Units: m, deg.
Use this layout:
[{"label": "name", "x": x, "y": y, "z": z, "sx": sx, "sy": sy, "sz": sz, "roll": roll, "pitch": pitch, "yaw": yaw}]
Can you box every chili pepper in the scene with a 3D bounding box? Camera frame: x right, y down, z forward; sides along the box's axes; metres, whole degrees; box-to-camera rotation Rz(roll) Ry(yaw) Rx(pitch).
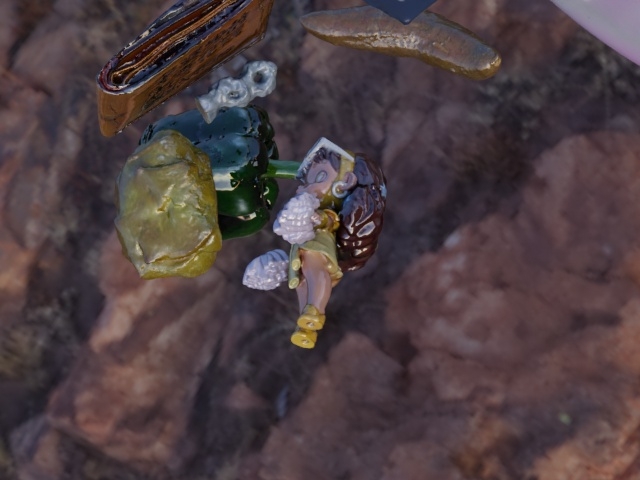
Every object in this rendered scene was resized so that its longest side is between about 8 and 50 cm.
[{"label": "chili pepper", "x": -0.100, "y": -0.090, "z": 1.780, "sx": 0.260, "sy": 0.174, "sz": 0.165, "roll": -5, "pitch": 57, "yaw": -1}]

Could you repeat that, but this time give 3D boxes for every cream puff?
[{"label": "cream puff", "x": -0.087, "y": -0.020, "z": 0.783, "sx": 0.083, "sy": 0.058, "sz": 0.083, "roll": -125, "pitch": 33, "yaw": -68}]

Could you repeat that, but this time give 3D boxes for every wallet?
[{"label": "wallet", "x": -0.122, "y": -0.173, "z": 1.279, "sx": 0.195, "sy": 0.161, "sz": 0.042, "roll": -39, "pitch": 84, "yaw": -12}]

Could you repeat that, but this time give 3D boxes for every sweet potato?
[{"label": "sweet potato", "x": 0.138, "y": -0.335, "z": 2.244, "sx": 0.341, "sy": 0.092, "sz": 0.114, "roll": 17, "pitch": 36, "yaw": 17}]

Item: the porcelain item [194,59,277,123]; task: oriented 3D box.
[{"label": "porcelain item", "x": -0.075, "y": -0.139, "z": 1.283, "sx": 0.083, "sy": 0.036, "sz": 0.028, "roll": -33, "pitch": 8, "yaw": -15}]

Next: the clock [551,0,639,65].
[{"label": "clock", "x": 0.164, "y": -0.176, "z": 0.726, "sx": 0.090, "sy": 0.247, "sz": 0.228, "roll": -44, "pitch": 35, "yaw": 31}]

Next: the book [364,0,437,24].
[{"label": "book", "x": -0.010, "y": -0.349, "z": 1.102, "sx": 0.300, "sy": 0.428, "sz": 0.039, "roll": -35, "pitch": 36, "yaw": 49}]

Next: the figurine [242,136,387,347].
[{"label": "figurine", "x": 0.001, "y": -0.001, "z": 1.514, "sx": 0.240, "sy": 0.115, "sz": 0.175, "roll": -64, "pitch": 4, "yaw": -38}]
